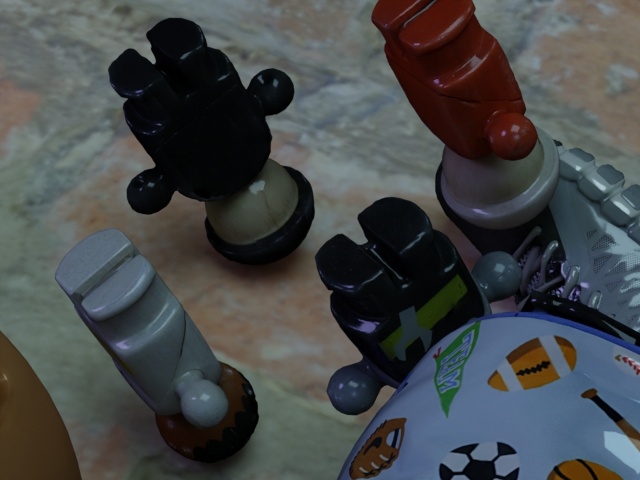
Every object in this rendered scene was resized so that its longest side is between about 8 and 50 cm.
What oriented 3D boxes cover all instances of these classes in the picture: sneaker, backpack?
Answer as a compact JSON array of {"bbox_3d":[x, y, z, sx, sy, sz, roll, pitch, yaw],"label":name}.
[{"bbox_3d":[0.129,0.041,0.952,0.228,0.086,0.132,32,54,19],"label":"sneaker"},{"bbox_3d":[0.094,0.159,0.715,0.276,0.263,0.213,23,49,11],"label":"backpack"}]

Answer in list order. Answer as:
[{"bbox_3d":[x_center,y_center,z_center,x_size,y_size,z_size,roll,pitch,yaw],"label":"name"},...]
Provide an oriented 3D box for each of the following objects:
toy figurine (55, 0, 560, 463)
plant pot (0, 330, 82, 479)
[{"bbox_3d":[0.000,0.000,0.899,0.213,0.148,0.210,-8,49,21],"label":"toy figurine"},{"bbox_3d":[-0.217,0.130,0.706,0.290,0.291,0.203,23,32,12],"label":"plant pot"}]
